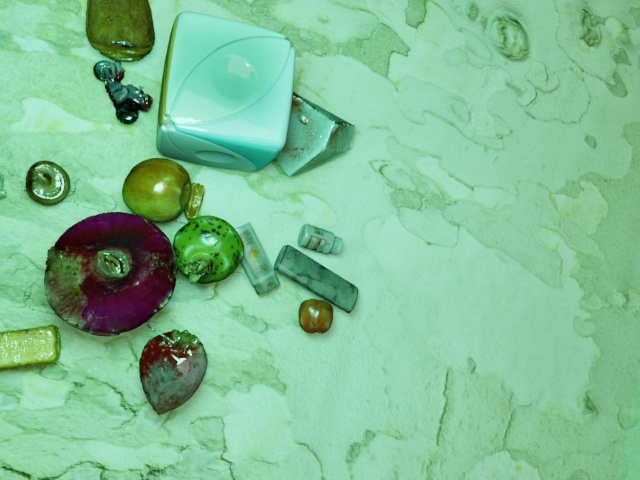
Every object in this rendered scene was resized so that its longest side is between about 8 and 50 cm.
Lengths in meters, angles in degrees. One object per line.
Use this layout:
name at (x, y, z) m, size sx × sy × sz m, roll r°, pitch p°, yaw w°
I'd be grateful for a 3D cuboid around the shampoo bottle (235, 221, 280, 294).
shampoo bottle at (-0.215, 0.059, 1.646) m, size 0.086 × 0.056 × 0.227 m, roll -28°, pitch 96°, yaw -25°

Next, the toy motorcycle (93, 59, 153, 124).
toy motorcycle at (-0.586, -0.454, 1.534) m, size 0.122 × 0.082 × 0.213 m, roll -28°, pitch 87°, yaw -27°

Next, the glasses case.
glasses case at (-0.012, 0.131, 1.703) m, size 0.299 × 0.060 × 0.114 m, roll 32°, pitch 43°, yaw -16°

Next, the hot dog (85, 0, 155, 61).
hot dog at (-0.598, -0.660, 1.529) m, size 0.196 × 0.122 × 0.272 m, roll -5°, pitch 72°, yaw -22°

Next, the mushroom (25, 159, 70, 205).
mushroom at (-0.770, -0.162, 1.441) m, size 0.109 × 0.085 × 0.126 m, roll 26°, pitch 71°, yaw -53°

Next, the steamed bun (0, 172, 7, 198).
steamed bun at (-0.939, -0.167, 1.299) m, size 0.200 × 0.225 × 0.170 m, roll -21°, pitch 93°, yaw -19°

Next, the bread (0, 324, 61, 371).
bread at (-0.820, 0.293, 1.383) m, size 0.211 × 0.083 × 0.113 m, roll -3°, pitch 81°, yaw -21°

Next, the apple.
apple at (-0.479, -0.147, 1.495) m, size 0.196 × 0.196 × 0.195 m, roll 2°, pitch 85°, yaw -21°

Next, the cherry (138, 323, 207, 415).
cherry at (-0.430, 0.379, 1.476) m, size 0.192 × 0.175 × 0.249 m, roll 14°, pitch 82°, yaw -10°

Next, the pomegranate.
pomegranate at (-0.336, 0.041, 1.508) m, size 0.211 × 0.263 × 0.210 m, roll -1°, pitch 117°, yaw -2°

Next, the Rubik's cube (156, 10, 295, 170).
Rubik's cube at (-0.287, -0.412, 1.502) m, size 0.352 × 0.352 × 0.347 m, roll 8°, pitch 82°, yaw -23°

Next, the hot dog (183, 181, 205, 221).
hot dog at (-0.400, -0.122, 1.604) m, size 0.056 × 0.041 × 0.133 m, roll 16°, pitch 72°, yaw -19°

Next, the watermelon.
watermelon at (-0.039, -0.344, 1.664) m, size 0.320 × 0.214 × 0.289 m, roll 36°, pitch 75°, yaw -27°

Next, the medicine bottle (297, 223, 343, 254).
medicine bottle at (0.000, 0.000, 1.721) m, size 0.140 × 0.079 × 0.079 m, roll 18°, pitch 79°, yaw -19°

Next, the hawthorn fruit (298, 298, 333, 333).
hawthorn fruit at (-0.015, 0.249, 1.680) m, size 0.128 × 0.128 × 0.128 m, roll 2°, pitch 85°, yaw -21°

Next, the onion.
onion at (-0.542, 0.080, 1.345) m, size 0.348 × 0.385 × 0.347 m, roll 4°, pitch 80°, yaw -22°
